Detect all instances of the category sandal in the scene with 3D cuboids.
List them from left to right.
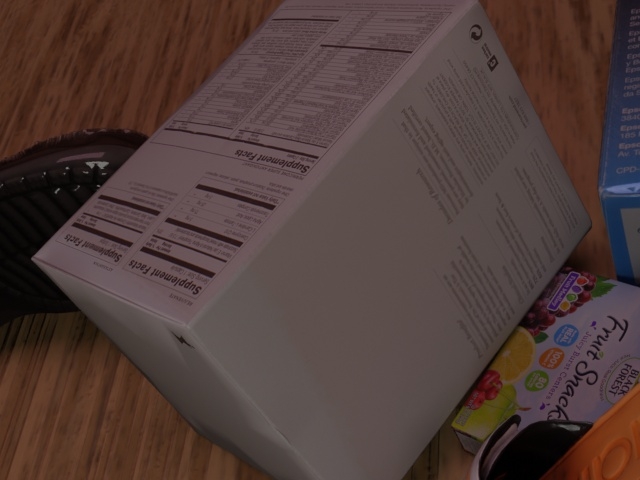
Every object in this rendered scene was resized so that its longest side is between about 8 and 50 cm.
[{"bbox_3d":[0.120,0.121,0.559,0.265,0.076,0.102,-54,11,26],"label":"sandal"}]

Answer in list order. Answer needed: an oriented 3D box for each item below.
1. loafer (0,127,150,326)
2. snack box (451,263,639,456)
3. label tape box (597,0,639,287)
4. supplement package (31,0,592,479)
[{"bbox_3d":[-0.241,-0.017,0.868,0.366,0.134,0.130,-18,34,36],"label":"loafer"},{"bbox_3d":[0.163,0.088,0.682,0.100,0.037,0.141,19,61,37],"label":"snack box"},{"bbox_3d":[0.336,-0.131,0.745,0.249,0.115,0.348,-3,47,24],"label":"label tape box"},{"bbox_3d":[0.000,0.000,0.707,0.198,0.199,0.263,16,59,50],"label":"supplement package"}]
